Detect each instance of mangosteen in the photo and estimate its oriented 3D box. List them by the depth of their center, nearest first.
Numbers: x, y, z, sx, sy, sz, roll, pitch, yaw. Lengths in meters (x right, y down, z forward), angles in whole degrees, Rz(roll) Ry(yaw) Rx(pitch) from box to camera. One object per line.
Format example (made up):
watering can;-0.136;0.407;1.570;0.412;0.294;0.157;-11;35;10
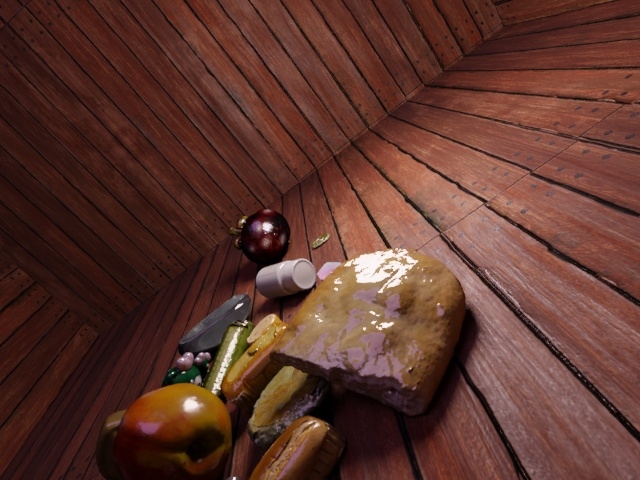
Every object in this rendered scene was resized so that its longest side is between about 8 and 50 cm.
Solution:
mangosteen;-0.298;-0.028;2.203;0.297;0.293;0.297;-45;14;14

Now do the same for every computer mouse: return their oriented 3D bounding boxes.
computer mouse;-0.438;0.377;1.841;0.374;0.114;0.203;-39;15;-22

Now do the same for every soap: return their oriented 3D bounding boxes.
soap;0.050;0.131;1.584;0.100;0.056;0.149;-51;22;-22

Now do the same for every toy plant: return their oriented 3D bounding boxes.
toy plant;-0.459;0.486;1.427;0.243;0.113;0.232;43;-114;-70

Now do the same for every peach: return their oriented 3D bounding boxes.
peach;-0.397;0.531;1.156;0.333;0.307;0.307;0;43;50

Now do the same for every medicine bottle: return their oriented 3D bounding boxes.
medicine bottle;-0.144;0.157;1.748;0.252;0.144;0.144;-18;29;49

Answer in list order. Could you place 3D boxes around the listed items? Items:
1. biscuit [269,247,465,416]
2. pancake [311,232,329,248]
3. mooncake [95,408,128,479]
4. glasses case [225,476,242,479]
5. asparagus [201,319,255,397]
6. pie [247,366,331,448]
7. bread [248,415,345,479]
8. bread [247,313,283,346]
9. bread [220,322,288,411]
biscuit;0.141;0.186;1.060;0.430;0.104;0.446;13;55;43
pancake;-0.001;0.001;2.015;0.108;0.017;0.108;-35;16;11
mooncake;-0.605;0.654;1.372;0.235;0.234;0.117;-42;19;-6
glasses case;-0.215;0.641;0.976;0.072;0.042;0.190;-45;19;9
asparagus;-0.336;0.438;1.535;0.128;0.108;0.381;-52;13;33
pie;-0.070;0.410;1.140;0.306;0.071;0.306;-37;14;11
bread;-0.060;0.491;0.924;0.236;0.106;0.140;-48;19;-24
bread;-0.199;0.342;1.557;0.149;0.073;0.122;-48;16;-28
bread;-0.178;0.392;1.339;0.288;0.119;0.153;-46;24;-18
